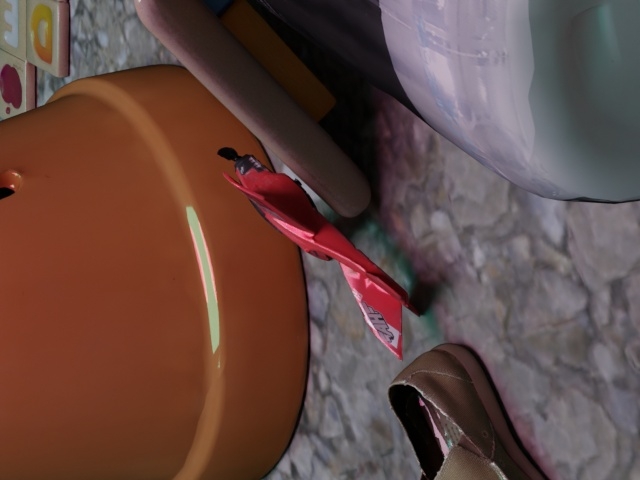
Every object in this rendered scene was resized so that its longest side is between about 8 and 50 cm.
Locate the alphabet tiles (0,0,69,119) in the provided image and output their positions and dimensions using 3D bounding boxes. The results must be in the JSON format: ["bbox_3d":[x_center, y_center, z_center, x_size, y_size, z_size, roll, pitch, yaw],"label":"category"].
[{"bbox_3d":[-0.265,-0.269,1.130,0.285,0.011,0.342,28,121,48],"label":"alphabet tiles"}]

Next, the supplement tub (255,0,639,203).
[{"bbox_3d":[0.035,-0.175,0.548,0.338,0.207,0.207,41,131,41],"label":"supplement tub"}]

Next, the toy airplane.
[{"bbox_3d":[0.000,0.000,0.751,0.028,0.151,0.151,-44,51,0],"label":"toy airplane"}]

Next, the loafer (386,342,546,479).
[{"bbox_3d":[0.075,0.121,0.710,0.148,0.050,0.056,61,142,25],"label":"loafer"}]

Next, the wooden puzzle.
[{"bbox_3d":[-0.077,-0.134,0.760,0.044,0.221,0.238,-43,51,3],"label":"wooden puzzle"}]

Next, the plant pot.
[{"bbox_3d":[-0.171,0.042,0.910,0.291,0.204,0.290,20,115,51],"label":"plant pot"}]
